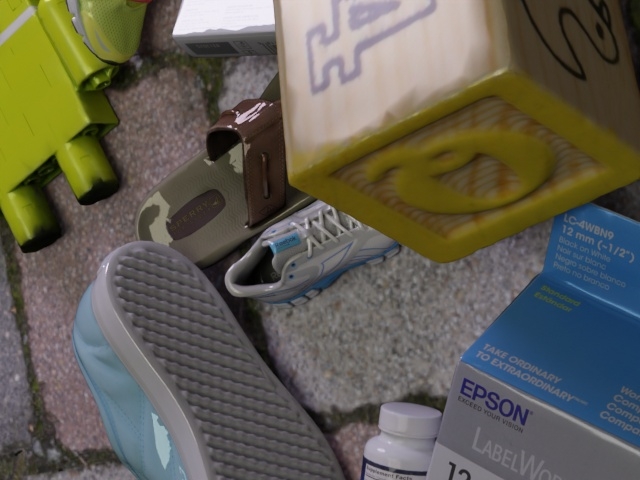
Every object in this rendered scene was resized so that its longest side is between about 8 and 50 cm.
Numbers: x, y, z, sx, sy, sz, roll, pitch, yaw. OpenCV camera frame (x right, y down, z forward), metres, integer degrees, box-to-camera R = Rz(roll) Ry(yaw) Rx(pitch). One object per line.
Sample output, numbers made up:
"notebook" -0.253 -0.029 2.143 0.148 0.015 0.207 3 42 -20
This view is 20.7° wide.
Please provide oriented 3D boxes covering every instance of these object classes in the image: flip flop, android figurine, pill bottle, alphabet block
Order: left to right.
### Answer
"android figurine" -0.288 -0.134 1.607 0.248 0.056 0.272 -35 76 30
"flip flop" -0.061 -0.065 1.442 0.277 0.080 0.112 -36 74 26
"pill bottle" 0.064 0.192 1.385 0.067 0.067 0.120 12 99 32
"alphabet block" 0.095 -0.126 1.240 0.193 0.192 0.197 -27 56 33

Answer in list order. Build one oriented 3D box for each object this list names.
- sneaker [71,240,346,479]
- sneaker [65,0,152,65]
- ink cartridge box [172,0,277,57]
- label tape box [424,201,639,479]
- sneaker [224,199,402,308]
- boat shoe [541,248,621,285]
"sneaker" -0.092 0.182 1.471 0.366 0.135 0.150 62 144 14
"sneaker" -0.156 -0.252 1.497 0.094 0.081 0.208 12 99 30
"ink cartridge box" -0.034 -0.236 1.433 0.145 0.045 0.179 2 64 34
"label tape box" 0.207 0.173 1.238 0.249 0.115 0.347 25 116 29
"sneaker" 0.000 0.000 1.408 0.191 0.083 0.071 -38 71 28
"boat shoe" 0.219 0.013 1.289 0.142 0.040 0.049 -21 81 32
